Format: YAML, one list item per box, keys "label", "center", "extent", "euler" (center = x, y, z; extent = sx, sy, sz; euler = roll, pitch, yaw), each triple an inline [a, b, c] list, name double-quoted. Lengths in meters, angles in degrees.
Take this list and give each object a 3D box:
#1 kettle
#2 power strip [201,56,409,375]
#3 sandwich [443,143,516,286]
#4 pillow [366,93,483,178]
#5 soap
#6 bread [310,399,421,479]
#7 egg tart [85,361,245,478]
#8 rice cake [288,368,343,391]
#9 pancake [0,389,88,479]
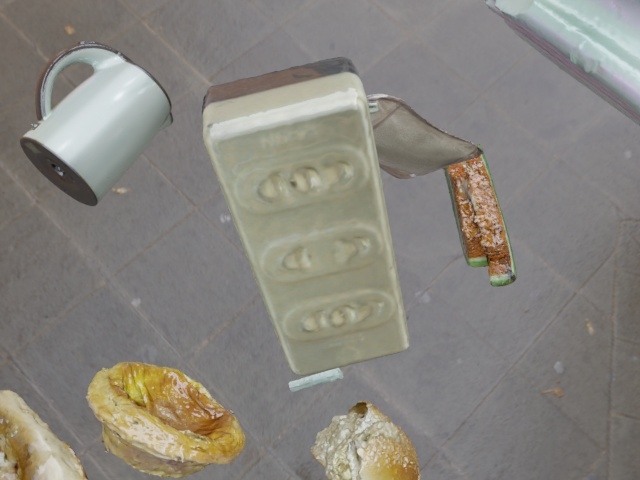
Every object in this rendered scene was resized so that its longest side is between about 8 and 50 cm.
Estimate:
- label: "kettle"
  center: [-0.391, -0.217, 1.175]
  extent: [0.236, 0.161, 0.221]
  euler: [-53, 123, -23]
- label: "power strip"
  center: [0.000, 0.000, 0.505]
  extent: [0.105, 0.256, 0.070]
  euler: [-13, 41, 3]
- label: "sandwich"
  center: [0.254, -0.037, 1.109]
  extent: [0.079, 0.159, 0.235]
  euler: [-16, 91, 16]
- label: "pillow"
  center: [0.088, -0.116, 0.796]
  extent: [0.233, 0.131, 0.038]
  euler: [14, 67, -45]
- label: "soap"
  center: [0.245, -0.174, 0.570]
  extent: [0.091, 0.145, 0.230]
  euler: [-50, 55, 20]
- label: "bread"
  center: [0.106, 0.434, 1.316]
  extent: [0.171, 0.314, 0.192]
  euler: [-44, 90, -9]
- label: "egg tart"
  center: [-0.323, 0.375, 1.379]
  extent: [0.352, 0.352, 0.150]
  euler: [25, 95, 5]
- label: "rice cake"
  center: [-0.010, 0.294, 1.438]
  extent: [0.121, 0.022, 0.021]
  euler: [-19, 48, 15]
- label: "pancake"
  center: [-0.432, 0.340, 0.797]
  extent: [0.356, 0.065, 0.356]
  euler: [-6, 67, 15]
